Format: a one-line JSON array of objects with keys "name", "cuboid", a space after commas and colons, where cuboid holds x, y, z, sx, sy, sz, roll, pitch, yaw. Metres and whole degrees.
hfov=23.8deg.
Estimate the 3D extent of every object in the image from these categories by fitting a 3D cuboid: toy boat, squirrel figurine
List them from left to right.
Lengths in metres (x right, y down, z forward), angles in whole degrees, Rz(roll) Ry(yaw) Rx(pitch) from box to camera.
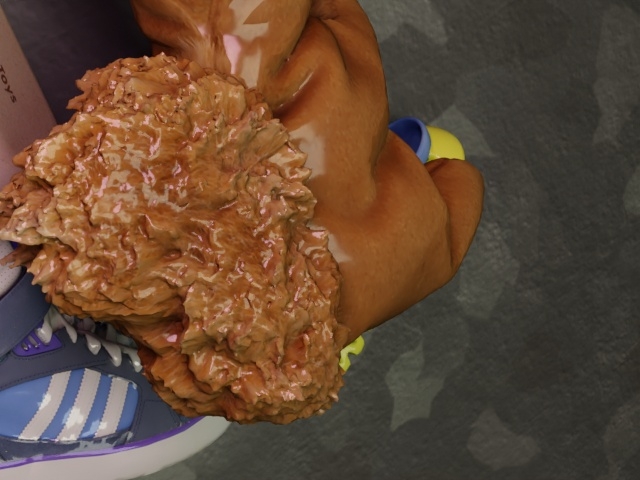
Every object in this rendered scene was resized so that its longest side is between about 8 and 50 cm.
[{"name": "toy boat", "cuboid": [-0.302, -0.110, 1.111, 0.151, 0.151, 0.231, -22, 99, 16]}, {"name": "squirrel figurine", "cuboid": [-0.062, -0.086, 1.093, 0.397, 0.281, 0.371, -67, 152, -51]}]

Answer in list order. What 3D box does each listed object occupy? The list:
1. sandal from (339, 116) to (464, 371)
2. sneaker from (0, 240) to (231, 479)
[{"name": "sandal", "cuboid": [0.000, 0.000, 1.374, 0.138, 0.126, 0.317, 40, 68, -32]}, {"name": "sneaker", "cuboid": [-0.212, 0.068, 1.214, 0.322, 0.130, 0.236, -10, 111, -29]}]
